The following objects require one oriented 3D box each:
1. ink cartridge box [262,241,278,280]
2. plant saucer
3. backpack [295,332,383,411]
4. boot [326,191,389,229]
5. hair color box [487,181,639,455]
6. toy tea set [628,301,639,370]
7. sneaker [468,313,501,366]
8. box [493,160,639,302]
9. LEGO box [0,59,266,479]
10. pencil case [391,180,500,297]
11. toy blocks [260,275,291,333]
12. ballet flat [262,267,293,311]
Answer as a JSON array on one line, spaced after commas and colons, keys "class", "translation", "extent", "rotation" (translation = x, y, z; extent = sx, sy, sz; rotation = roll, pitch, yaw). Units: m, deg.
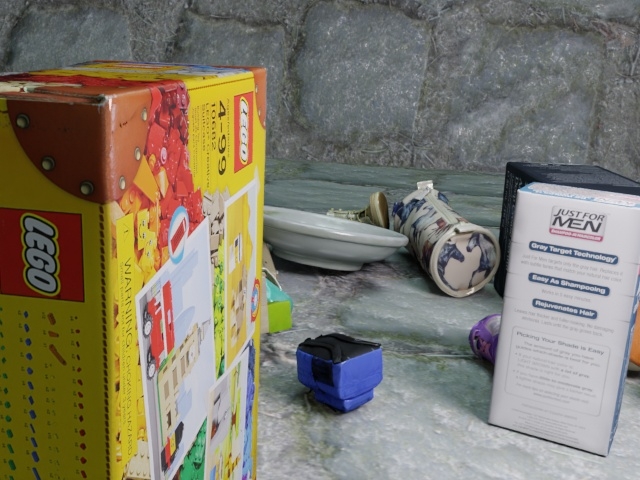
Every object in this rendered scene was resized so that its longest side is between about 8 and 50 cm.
[{"class": "ink cartridge box", "translation": [-0.196, 0.069, 1.614], "extent": [0.193, 0.088, 0.235], "rotation": [2, 14, -10]}, {"class": "plant saucer", "translation": [0.000, 0.000, 1.822], "extent": [0.400, 0.101, 0.400], "rotation": [11, 5, -1]}, {"class": "backpack", "translation": [0.019, 0.194, 1.168], "extent": [0.098, 0.101, 0.120], "rotation": [-7, 14, -40]}, {"class": "boot", "translation": [0.094, -0.061, 2.044], "extent": [0.165, 0.077, 0.213], "rotation": [4, -25, 11]}, {"class": "hair color box", "translation": [0.349, 0.104, 1.099], "extent": [0.173, 0.347, 0.105], "rotation": [11, 17, 26]}, {"class": "toy tea set", "translation": [0.570, 0.220, 1.248], "extent": [0.200, 0.124, 0.336], "rotation": [33, 12, -2]}, {"class": "sneaker", "translation": [0.302, 0.178, 1.333], "extent": [0.104, 0.095, 0.236], "rotation": [1, 9, 16]}, {"class": "box", "translation": [0.509, 0.018, 1.563], "extent": [0.211, 0.294, 0.395], "rotation": [2, 14, -4]}, {"class": "LEGO box", "translation": [-0.184, 0.110, 0.666], "extent": [0.193, 0.501, 0.372], "rotation": [5, 16, 9]}, {"class": "pencil case", "translation": [0.284, -0.009, 1.833], "extent": [0.159, 0.184, 0.410], "rotation": [-15, 17, -4]}, {"class": "toy blocks", "translation": [-0.279, 0.116, 1.312], "extent": [0.381, 0.191, 0.260], "rotation": [-8, 8, -38]}, {"class": "ballet flat", "translation": [-0.147, 0.066, 1.464], "extent": [0.247, 0.083, 0.087], "rotation": [44, 44, 7]}]
